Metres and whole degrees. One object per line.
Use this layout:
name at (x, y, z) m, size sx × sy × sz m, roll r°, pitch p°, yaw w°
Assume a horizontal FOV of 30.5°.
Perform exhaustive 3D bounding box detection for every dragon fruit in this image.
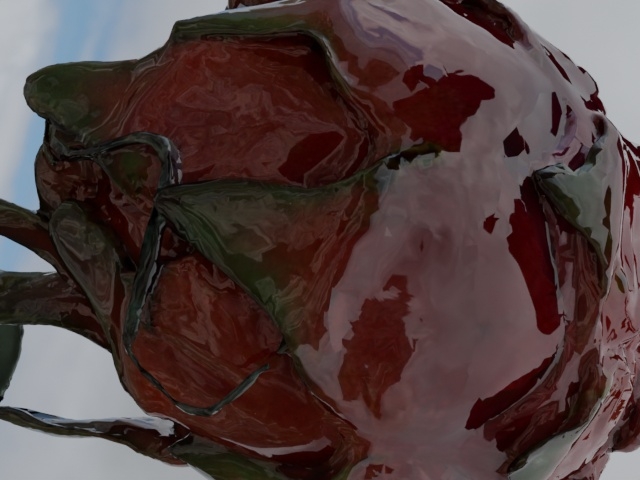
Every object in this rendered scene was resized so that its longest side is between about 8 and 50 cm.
dragon fruit at (0.000, 0.000, 0.398) m, size 0.193 × 0.274 × 0.192 m, roll 120°, pitch -12°, yaw -68°

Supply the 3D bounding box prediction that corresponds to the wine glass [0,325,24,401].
wine glass at (-0.280, 0.031, 0.640) m, size 0.103 × 0.231 × 0.103 m, roll -49°, pitch 149°, yaw -45°
